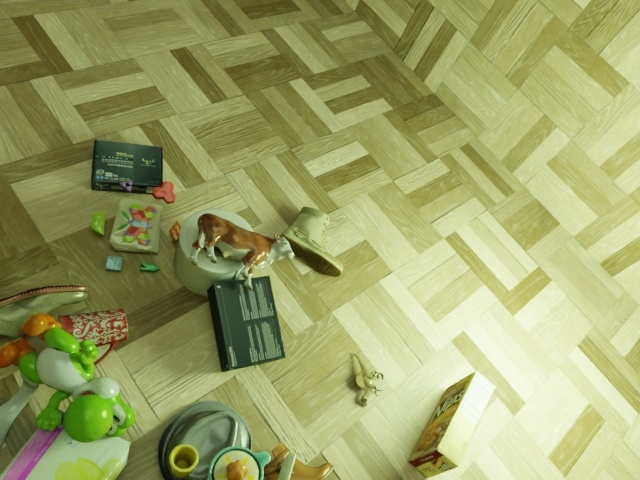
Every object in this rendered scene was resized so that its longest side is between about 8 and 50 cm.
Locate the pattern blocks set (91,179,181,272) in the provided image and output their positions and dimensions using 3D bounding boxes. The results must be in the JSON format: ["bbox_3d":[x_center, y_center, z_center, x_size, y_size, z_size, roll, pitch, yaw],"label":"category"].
[{"bbox_3d":[-0.596,-0.050,1.755,0.285,0.026,0.325,-3,70,-23],"label":"pattern blocks set"}]

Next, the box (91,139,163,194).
[{"bbox_3d":[-0.673,-0.255,1.876,0.232,0.059,0.183,4,56,-22],"label":"box"}]

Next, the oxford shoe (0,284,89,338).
[{"bbox_3d":[-0.819,0.204,1.490,0.348,0.123,0.130,-13,90,-31],"label":"oxford shoe"}]

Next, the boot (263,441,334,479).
[{"bbox_3d":[-0.070,0.638,1.520,0.197,0.073,0.152,-20,63,-35],"label":"boot"}]

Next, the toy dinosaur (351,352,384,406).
[{"bbox_3d":[0.156,0.446,1.756,0.092,0.053,0.183,4,56,-19],"label":"toy dinosaur"}]

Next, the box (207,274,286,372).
[{"bbox_3d":[-0.231,0.255,1.654,0.184,0.103,0.261,-6,75,-29],"label":"box"}]

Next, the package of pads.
[{"bbox_3d":[-0.616,0.569,1.267,0.229,0.101,0.296,28,34,-4],"label":"package of pads"}]

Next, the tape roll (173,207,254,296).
[{"bbox_3d":[-0.345,0.039,1.746,0.246,0.169,0.246,11,53,-15],"label":"tape roll"}]

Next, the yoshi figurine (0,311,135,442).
[{"bbox_3d":[-0.616,0.352,1.306,0.362,0.203,0.203,42,44,0],"label":"yoshi figurine"}]

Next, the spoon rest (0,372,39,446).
[{"bbox_3d":[-0.819,0.457,1.331,0.137,0.084,0.276,38,65,6],"label":"spoon rest"}]

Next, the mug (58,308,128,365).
[{"bbox_3d":[-0.642,0.270,1.521,0.169,0.150,0.113,-8,17,-32],"label":"mug"}]

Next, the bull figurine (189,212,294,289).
[{"bbox_3d":[-0.239,0.029,1.625,0.310,0.101,0.188,23,54,-9],"label":"bull figurine"}]

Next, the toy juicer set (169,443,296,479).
[{"bbox_3d":[-0.204,0.603,1.296,0.329,0.089,0.209,7,44,-16],"label":"toy juicer set"}]

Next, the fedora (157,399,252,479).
[{"bbox_3d":[-0.302,0.548,1.446,0.244,0.124,0.275,44,52,9],"label":"fedora"}]

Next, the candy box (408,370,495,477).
[{"bbox_3d":[0.417,0.578,1.694,0.087,0.183,0.316,39,52,5],"label":"candy box"}]

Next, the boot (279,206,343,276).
[{"bbox_3d":[0.000,0.000,1.971,0.262,0.095,0.203,31,50,4],"label":"boot"}]
